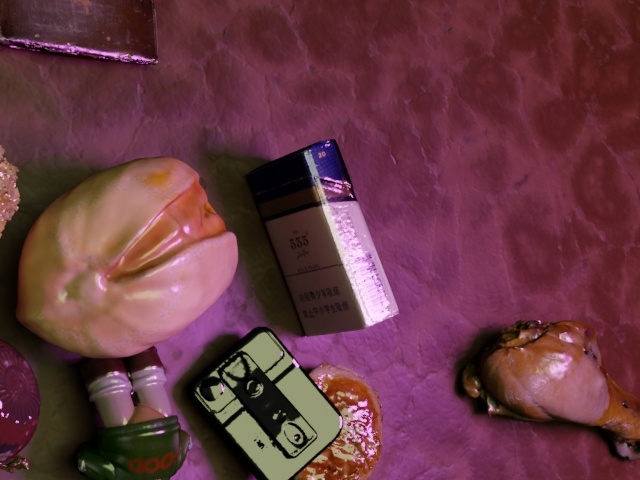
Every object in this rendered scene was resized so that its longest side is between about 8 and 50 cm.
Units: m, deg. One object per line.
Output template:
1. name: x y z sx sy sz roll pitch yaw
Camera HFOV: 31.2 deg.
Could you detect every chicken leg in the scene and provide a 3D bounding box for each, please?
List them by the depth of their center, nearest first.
1. chicken leg: 0.425 0.252 1.857 0.429 0.153 0.201 32 77 -33

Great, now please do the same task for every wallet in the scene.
1. wallet: -0.325 -0.297 1.519 0.232 0.031 0.121 4 75 -35

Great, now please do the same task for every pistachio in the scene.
1. pistachio: -0.236 0.021 1.406 0.229 0.230 0.309 60 40 -9

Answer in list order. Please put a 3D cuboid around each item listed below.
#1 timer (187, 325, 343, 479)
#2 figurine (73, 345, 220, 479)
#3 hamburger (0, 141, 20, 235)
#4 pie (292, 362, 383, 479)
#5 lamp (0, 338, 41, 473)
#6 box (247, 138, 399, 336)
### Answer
1. timer: -0.070 0.223 1.536 0.144 0.055 0.187 -40 88 -17
2. figurine: -0.211 0.316 1.401 0.281 0.167 0.369 -3 74 -38
3. hamburger: -0.426 -0.010 1.263 0.139 0.262 0.243 29 63 -12
4. pie: 0.015 0.269 1.610 0.163 0.079 0.193 7 79 -24
5. lamp: -0.403 0.186 1.320 0.156 0.135 0.157 50 25 -50
6. box: 0.000 0.000 1.594 0.071 0.168 0.259 -21 94 -33
